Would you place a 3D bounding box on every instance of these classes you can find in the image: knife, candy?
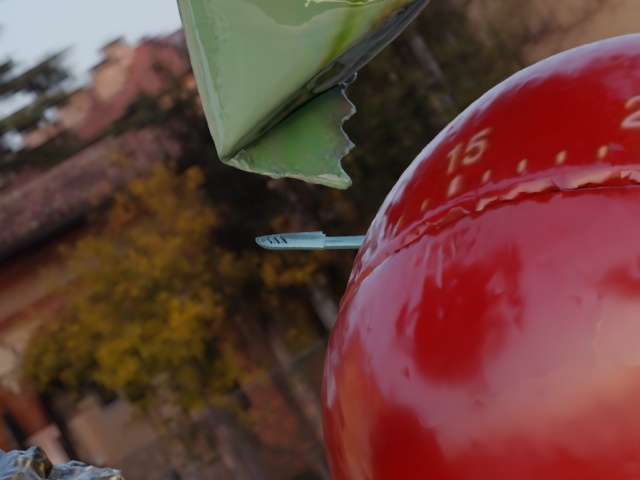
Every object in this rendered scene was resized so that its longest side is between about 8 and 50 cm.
[{"bbox_3d":[0.000,0.000,1.296,0.091,0.014,0.005,-1,-28,-9],"label":"knife"},{"bbox_3d":[0.020,-0.235,0.901,0.172,0.263,0.398,10,-35,-16],"label":"candy"}]

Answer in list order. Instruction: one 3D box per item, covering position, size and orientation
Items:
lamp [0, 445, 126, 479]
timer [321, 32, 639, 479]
[{"bbox_3d":[-0.112,0.234,0.899,0.177,0.274,0.177,-29,10,6],"label":"lamp"},{"bbox_3d":[0.189,0.088,0.925,0.378,0.378,0.279,-35,30,44],"label":"timer"}]
